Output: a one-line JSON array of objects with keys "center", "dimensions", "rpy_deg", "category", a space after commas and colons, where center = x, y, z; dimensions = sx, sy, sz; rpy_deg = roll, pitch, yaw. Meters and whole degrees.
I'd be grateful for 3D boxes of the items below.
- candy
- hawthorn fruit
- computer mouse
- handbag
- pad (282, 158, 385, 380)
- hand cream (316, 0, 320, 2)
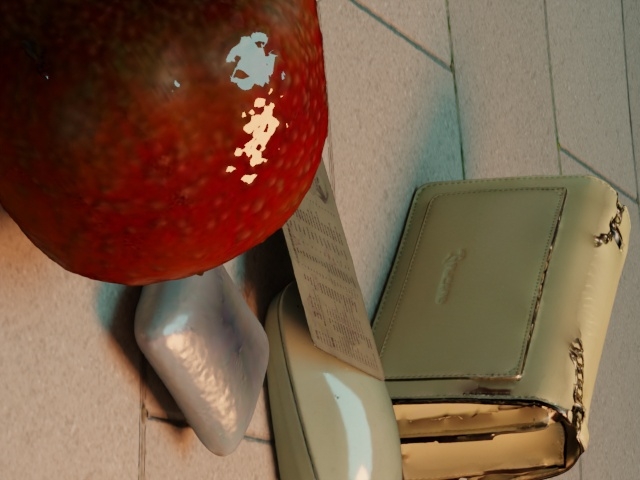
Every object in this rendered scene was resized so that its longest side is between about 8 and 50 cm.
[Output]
[{"center": [-0.101, 0.084, 1.702], "dimensions": [0.174, 0.071, 0.138], "rpy_deg": [62, 32, -42], "category": "candy"}, {"center": [-0.125, -0.098, 1.478], "dimensions": [0.369, 0.285, 0.284], "rpy_deg": [72, 26, -45], "category": "hawthorn fruit"}, {"center": [0.023, 0.176, 1.929], "dimensions": [0.159, 0.097, 0.288], "rpy_deg": [-10, 95, -63], "category": "computer mouse"}, {"center": [0.197, 0.093, 2.156], "dimensions": [0.160, 0.237, 0.358], "rpy_deg": [63, 32, -34], "category": "handbag"}, {"center": [-0.001, 0.000, 1.916], "dimensions": [0.159, 0.009, 0.265], "rpy_deg": [32, 39, -59], "category": "pad"}, {"center": [-0.083, -0.331, 1.865], "dimensions": [0.331, 0.058, 0.085], "rpy_deg": [44, 66, -49], "category": "hand cream"}]
